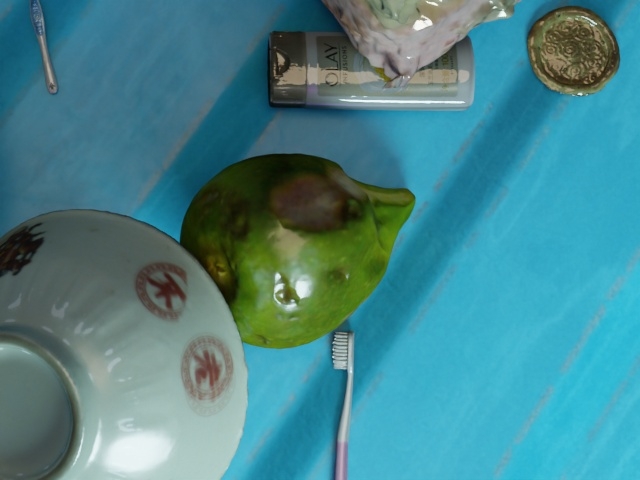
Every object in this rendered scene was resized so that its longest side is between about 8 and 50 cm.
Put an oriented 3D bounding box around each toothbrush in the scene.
[{"bbox_3d":[-0.309,-0.240,1.124,0.014,0.017,0.162,-12,91,-3],"label":"toothbrush"},{"bbox_3d":[0.022,0.242,1.120,0.025,0.020,0.286,1,85,2],"label":"toothbrush"}]

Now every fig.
[{"bbox_3d":[0.000,0.000,1.071,0.275,0.206,0.206,-14,87,-41],"label":"fig"}]

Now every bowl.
[{"bbox_3d":[-0.249,0.144,0.964,0.337,0.157,0.337,2,98,17],"label":"bowl"}]

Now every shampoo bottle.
[{"bbox_3d":[0.055,-0.189,1.139,0.227,0.056,0.086,1,81,-6],"label":"shampoo bottle"}]

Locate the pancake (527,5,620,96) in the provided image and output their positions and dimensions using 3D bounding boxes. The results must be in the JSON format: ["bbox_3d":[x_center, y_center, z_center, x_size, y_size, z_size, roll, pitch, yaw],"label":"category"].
[{"bbox_3d":[0.295,-0.220,1.192,0.115,0.011,0.115,0,86,-5],"label":"pancake"}]

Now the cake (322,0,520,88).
[{"bbox_3d":[0.112,-0.385,1.015,0.314,0.307,0.293,-32,69,-7],"label":"cake"}]
